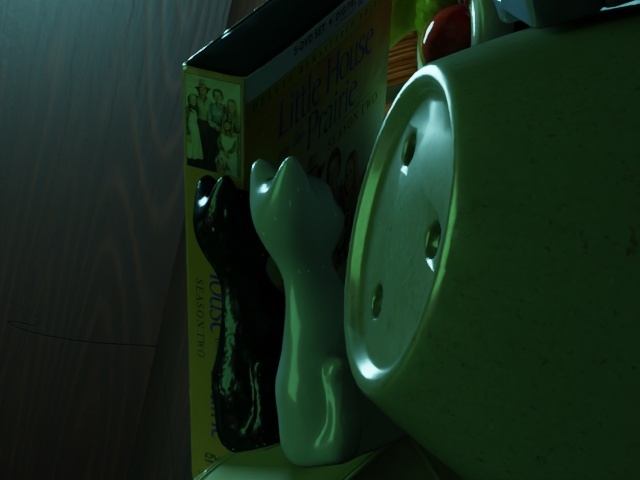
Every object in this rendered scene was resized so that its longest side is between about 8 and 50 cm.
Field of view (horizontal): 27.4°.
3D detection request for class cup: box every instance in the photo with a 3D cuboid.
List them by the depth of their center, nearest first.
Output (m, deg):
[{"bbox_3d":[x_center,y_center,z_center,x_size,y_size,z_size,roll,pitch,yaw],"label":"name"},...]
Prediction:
[{"bbox_3d":[0.148,0.017,0.674,0.331,0.237,0.331,-170,90,-76],"label":"cup"}]

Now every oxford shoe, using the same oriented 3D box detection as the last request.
[{"bbox_3d":[0.056,-0.201,1.554,0.364,0.130,0.133,-110,5,-59],"label":"oxford shoe"}]

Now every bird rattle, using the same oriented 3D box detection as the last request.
[{"bbox_3d":[0.141,-0.212,1.225,0.253,0.143,0.207,-21,72,62],"label":"bird rattle"}]

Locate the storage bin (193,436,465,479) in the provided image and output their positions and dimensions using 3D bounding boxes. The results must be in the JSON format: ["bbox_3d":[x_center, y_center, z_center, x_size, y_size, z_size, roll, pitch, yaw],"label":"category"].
[{"bbox_3d":[0.028,0.201,1.038,0.260,0.123,0.262,-39,10,-8],"label":"storage bin"}]

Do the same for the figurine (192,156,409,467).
[{"bbox_3d":[-0.028,0.045,0.933,0.215,0.092,0.209,-10,95,67],"label":"figurine"}]

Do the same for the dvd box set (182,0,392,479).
[{"bbox_3d":[-0.024,-0.020,1.202,0.307,0.062,0.420,-48,-33,-52],"label":"dvd box set"}]

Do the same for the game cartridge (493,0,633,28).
[{"bbox_3d":[0.175,-0.205,0.778,0.355,0.230,0.068,-115,13,-68],"label":"game cartridge"}]
